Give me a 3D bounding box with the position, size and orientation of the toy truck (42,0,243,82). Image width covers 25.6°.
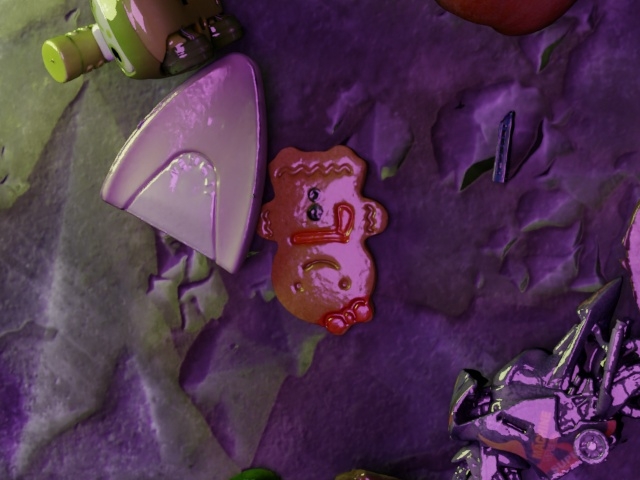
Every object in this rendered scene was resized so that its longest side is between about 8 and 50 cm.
[{"bbox_3d":[-0.203,-0.256,1.644,0.210,0.187,0.148,-19,102,42],"label":"toy truck"}]

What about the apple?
[{"bbox_3d":[0.202,-0.312,1.506,0.188,0.188,0.174,30,107,13],"label":"apple"}]

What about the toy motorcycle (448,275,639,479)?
[{"bbox_3d":[0.251,0.182,1.567,0.307,0.108,0.173,-39,77,13],"label":"toy motorcycle"}]

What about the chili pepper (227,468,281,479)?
[{"bbox_3d":[-0.146,0.377,1.711,0.100,0.074,0.257,43,103,10],"label":"chili pepper"}]

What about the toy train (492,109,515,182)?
[{"bbox_3d":[0.210,-0.108,1.605,0.017,0.017,0.083,9,96,23],"label":"toy train"}]

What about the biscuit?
[{"bbox_3d":[0.000,0.000,1.665,0.166,0.036,0.225,0,94,15],"label":"biscuit"}]

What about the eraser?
[{"bbox_3d":[-0.132,-0.110,1.683,0.204,0.059,0.243,30,103,17],"label":"eraser"}]

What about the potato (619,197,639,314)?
[{"bbox_3d":[0.397,0.018,1.515,0.138,0.098,0.243,16,101,16],"label":"potato"}]

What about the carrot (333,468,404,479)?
[{"bbox_3d":[0.128,0.374,1.603,0.302,0.139,0.138,35,102,4],"label":"carrot"}]
